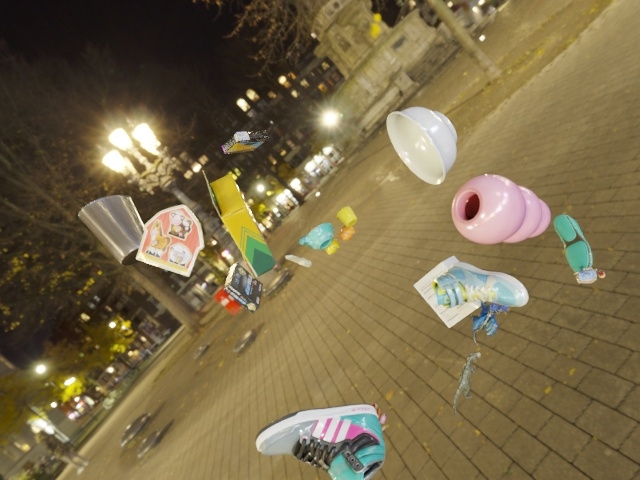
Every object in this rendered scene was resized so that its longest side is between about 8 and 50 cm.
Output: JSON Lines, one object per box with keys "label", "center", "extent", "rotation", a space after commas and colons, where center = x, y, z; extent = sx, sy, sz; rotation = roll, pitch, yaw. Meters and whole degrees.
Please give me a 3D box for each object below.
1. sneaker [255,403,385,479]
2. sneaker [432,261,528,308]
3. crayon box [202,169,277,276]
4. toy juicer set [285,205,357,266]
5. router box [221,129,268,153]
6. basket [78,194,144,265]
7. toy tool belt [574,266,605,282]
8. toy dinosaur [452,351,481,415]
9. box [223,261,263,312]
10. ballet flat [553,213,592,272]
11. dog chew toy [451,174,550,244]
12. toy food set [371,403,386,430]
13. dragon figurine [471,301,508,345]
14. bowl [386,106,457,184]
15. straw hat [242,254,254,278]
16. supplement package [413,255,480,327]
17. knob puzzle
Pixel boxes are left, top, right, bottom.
{"label": "sneaker", "center": [0.017, 0.474, 0.890], "extent": [0.178, 0.296, 0.123], "rotation": [-117, 31, -50]}
{"label": "sneaker", "center": [0.530, 0.189, 1.426], "extent": [0.208, 0.126, 0.319], "rotation": [-25, 21, -25]}
{"label": "crayon box", "center": [-0.247, -0.062, 1.263], "extent": [0.081, 0.318, 0.202], "rotation": [-27, 44, -5]}
{"label": "toy juicer set", "center": [0.000, 0.000, 1.660], "extent": [0.329, 0.089, 0.209], "rotation": [-33, -25, -9]}
{"label": "router box", "center": [-0.352, -0.462, 1.916], "extent": [0.133, 0.046, 0.179], "rotation": [-25, -3, 43]}
{"label": "basket", "center": [-0.727, -0.032, 1.495], "extent": [0.154, 0.226, 0.204], "rotation": [-44, -12, 30]}
{"label": "toy tool belt", "center": [0.893, 0.113, 1.356], "extent": [0.083, 0.051, 0.052], "rotation": [-17, 47, 33]}
{"label": "toy dinosaur", "center": [0.581, 0.574, 1.644], "extent": [0.064, 0.118, 0.268], "rotation": [14, 71, 34]}
{"label": "box", "center": [-0.350, 0.213, 1.875], "extent": [0.051, 0.175, 0.220], "rotation": [-42, 18, 13]}
{"label": "ballet flat", "center": [0.927, 0.015, 1.476], "extent": [0.083, 0.087, 0.247], "rotation": [-42, 42, 44]}
{"label": "dog chew toy", "center": [0.564, -0.083, 1.242], "extent": [0.207, 0.332, 0.206], "rotation": [-19, 68, 59]}
{"label": "toy food set", "center": [0.216, 0.670, 1.546], "extent": [0.077, 0.019, 0.122], "rotation": [-55, 28, 22]}
{"label": "dragon figurine", "center": [0.686, 0.340, 1.705], "extent": [0.144, 0.085, 0.288], "rotation": [-49, -20, -64]}
{"label": "bowl", "center": [0.374, -0.352, 1.421], "extent": [0.134, 0.297, 0.298], "rotation": [-37, 7, -4]}
{"label": "straw hat", "center": [-0.241, 0.064, 1.476], "extent": [0.061, 0.144, 0.144], "rotation": [-23, 2, -14]}
{"label": "supplement package", "center": [0.645, 0.247, 2.014], "extent": [0.198, 0.262, 0.199], "rotation": [-48, -19, 30]}
{"label": "knob puzzle", "center": [-0.428, -0.012, 1.182], "extent": [0.213, 0.213, 0.030], "rotation": [-45, -8, 1]}
